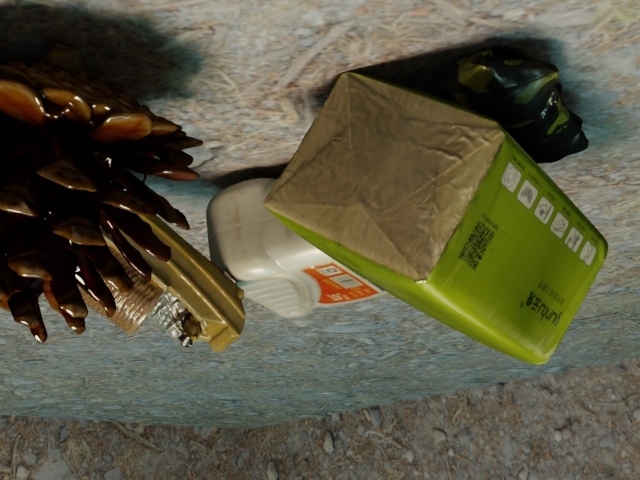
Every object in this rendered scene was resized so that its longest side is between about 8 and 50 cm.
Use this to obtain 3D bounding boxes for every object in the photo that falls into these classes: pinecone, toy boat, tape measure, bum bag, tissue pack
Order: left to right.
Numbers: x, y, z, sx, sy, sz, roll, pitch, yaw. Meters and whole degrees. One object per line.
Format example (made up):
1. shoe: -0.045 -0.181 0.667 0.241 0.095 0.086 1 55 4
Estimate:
1. pinecone: -0.241 -0.036 0.906 0.264 0.264 0.264 -3 163 -1
2. toy boat: -0.218 0.022 1.129 0.310 0.115 0.089 41 145 -12
3. tape measure: 0.000 0.000 1.263 0.265 0.130 0.258 -14 160 17
4. tissue pack: 0.120 -0.014 1.015 0.200 0.167 0.274 28 176 38
5. bum bag: 0.187 -0.120 1.003 0.106 0.060 0.232 -8 163 21
